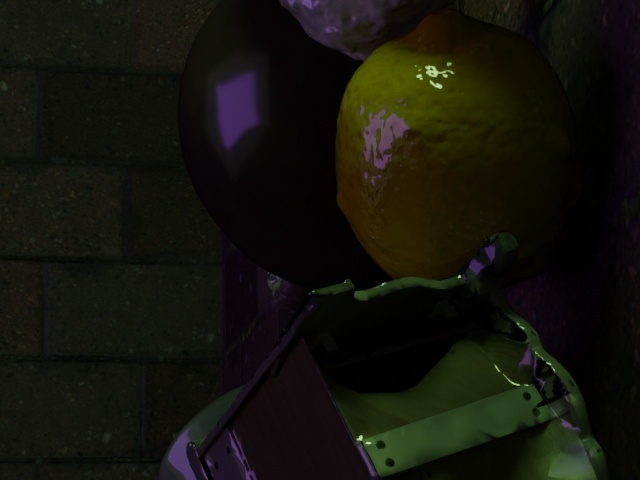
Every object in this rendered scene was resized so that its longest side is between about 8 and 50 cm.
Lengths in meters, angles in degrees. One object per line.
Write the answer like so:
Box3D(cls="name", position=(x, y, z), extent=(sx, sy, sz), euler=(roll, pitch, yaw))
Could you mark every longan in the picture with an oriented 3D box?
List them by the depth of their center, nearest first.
Box3D(cls="longan", position=(0.006, -0.137, 1.722), extent=(0.404, 0.336, 0.405), euler=(23, 124, 38))

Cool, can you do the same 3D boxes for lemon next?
Box3D(cls="lemon", position=(0.125, -0.076, 1.354), extent=(0.233, 0.233, 0.288), euler=(-110, 13, -60))

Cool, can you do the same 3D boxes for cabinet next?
Box3D(cls="cabinet", position=(0.081, 0.205, 1.257), extent=(0.290, 0.227, 0.318), euler=(63, 145, 22))

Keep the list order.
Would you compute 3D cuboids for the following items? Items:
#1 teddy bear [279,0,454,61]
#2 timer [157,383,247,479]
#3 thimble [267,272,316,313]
Box3D(cls="teddy bear", position=(0.095, -0.363, 1.377), extent=(0.362, 0.327, 0.375), euler=(-55, 34, 38))
Box3D(cls="timer", position=(-0.054, 0.414, 2.218), extent=(0.315, 0.290, 0.291), euler=(51, 145, 35))
Box3D(cls="thimble", position=(0.000, -0.007, 2.166), extent=(0.229, 0.148, 0.196), euler=(106, 162, -45))
